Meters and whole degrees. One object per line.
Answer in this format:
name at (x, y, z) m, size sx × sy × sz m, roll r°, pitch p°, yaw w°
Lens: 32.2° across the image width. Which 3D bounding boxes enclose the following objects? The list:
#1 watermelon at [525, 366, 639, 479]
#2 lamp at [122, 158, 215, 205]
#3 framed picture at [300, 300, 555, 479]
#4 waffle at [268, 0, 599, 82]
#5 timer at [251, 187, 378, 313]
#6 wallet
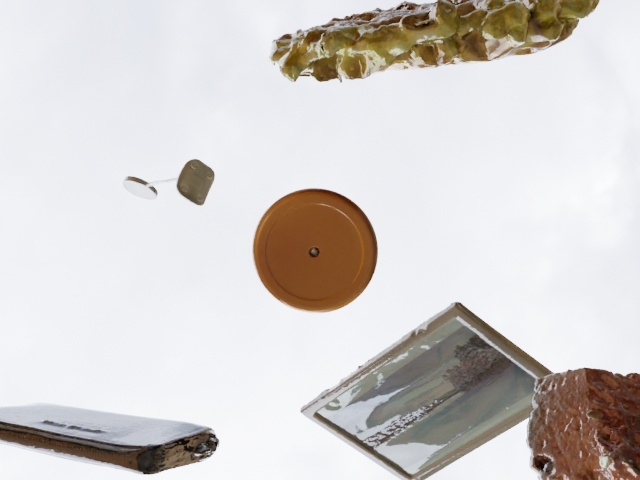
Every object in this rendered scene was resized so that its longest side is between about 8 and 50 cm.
watermelon at (0.338, 0.222, 1.165) m, size 0.256 × 0.140 × 0.193 m, roll 25°, pitch -121°, yaw 11°
lamp at (-0.206, -0.065, 1.436) m, size 0.050 × 0.198 × 0.056 m, roll 33°, pitch -113°, yaw -29°
framed picture at (0.145, 0.207, 1.438) m, size 0.213 × 0.289 × 0.016 m, roll 37°, pitch -145°, yaw -22°
waffle at (0.109, -0.204, 1.085) m, size 0.302 × 0.324 × 0.068 m, roll -37°, pitch -58°, yaw -66°
timer at (0.000, 0.000, 1.214) m, size 0.132 × 0.132 × 0.152 m, roll 47°, pitch -170°, yaw -3°
wallet at (-0.240, 0.207, 1.176) m, size 0.149 × 0.250 × 0.044 m, roll 5°, pitch -90°, yaw -67°
